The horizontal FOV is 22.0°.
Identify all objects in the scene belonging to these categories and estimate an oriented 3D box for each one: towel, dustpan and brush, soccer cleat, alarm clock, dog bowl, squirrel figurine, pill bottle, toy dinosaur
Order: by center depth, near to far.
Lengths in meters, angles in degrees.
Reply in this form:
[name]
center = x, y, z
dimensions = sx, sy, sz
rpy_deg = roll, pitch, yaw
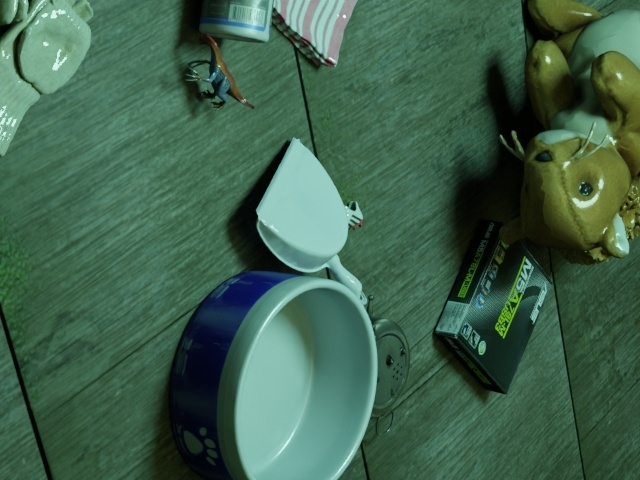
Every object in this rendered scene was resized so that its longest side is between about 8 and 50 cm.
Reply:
[pill bottle]
center = -0.085, -0.288, 1.787
dimensions = 0.078, 0.078, 0.137
rpy_deg = 6, 93, -53
[toy dinosaur]
center = -0.111, -0.186, 1.788
dimensions = 0.090, 0.047, 0.082
rpy_deg = -2, 131, -24
[dog bowl]
center = -0.051, 0.169, 1.913
dimensions = 0.265, 0.104, 0.264
rpy_deg = -15, 109, -51
[towel]
center = -0.014, -0.308, 1.917
dimensions = 0.197, 0.029, 0.144
rpy_deg = 40, 65, -49
[dustpan and brush]
center = 0.000, 0.000, 1.958
dimensions = 0.211, 0.060, 0.147
rpy_deg = 44, 45, -20
[soccer cleat]
center = 0.025, -0.024, 2.035
dimensions = 0.083, 0.029, 0.035
rpy_deg = -28, 111, -50
[alarm clock]
center = 0.068, 0.177, 2.111
dimensions = 0.129, 0.064, 0.192
rpy_deg = -47, 135, -36
[squirrel figurine]
center = 0.402, -0.111, 2.291
dimensions = 0.370, 0.281, 0.397
rpy_deg = -66, 149, -29

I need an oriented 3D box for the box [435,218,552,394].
[box]
center = 0.249, 0.095, 2.342
dimensions = 0.184, 0.045, 0.190
rpy_deg = 46, 62, -44

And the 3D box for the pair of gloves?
[pair of gloves]
center = -0.304, -0.221, 1.543
dimensions = 0.204, 0.042, 0.240
rpy_deg = -58, 139, -28
